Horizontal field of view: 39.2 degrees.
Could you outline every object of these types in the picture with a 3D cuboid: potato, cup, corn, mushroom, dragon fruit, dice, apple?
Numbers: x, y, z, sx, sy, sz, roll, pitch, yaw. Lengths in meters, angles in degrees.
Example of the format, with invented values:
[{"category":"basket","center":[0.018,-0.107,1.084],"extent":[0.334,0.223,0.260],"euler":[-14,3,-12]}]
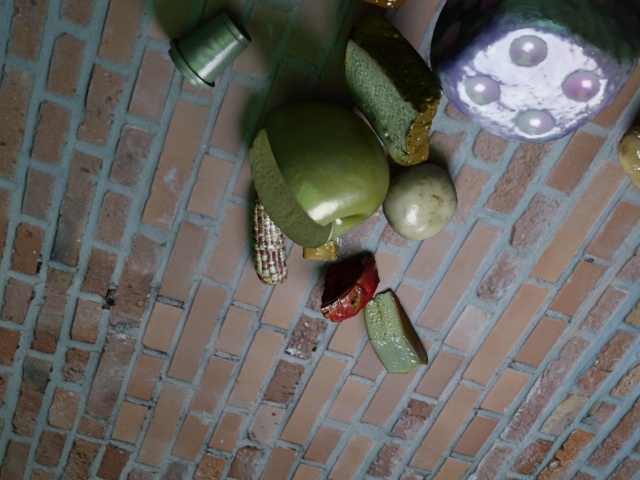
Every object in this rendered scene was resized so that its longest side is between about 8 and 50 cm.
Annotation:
[{"category":"potato","center":[0.699,-0.168,1.803],"extent":[0.235,0.128,0.161],"euler":[15,141,-13]},{"category":"cup","center":[-0.206,-0.364,1.713],"extent":[0.141,0.120,0.120],"euler":[-35,118,10]},{"category":"corn","center":[-0.112,-0.004,1.989],"extent":[0.080,0.079,0.237],"euler":[1,123,2]},{"category":"mushroom","center":[0.207,-0.084,1.884],"extent":[0.166,0.127,0.166],"euler":[-12,127,-17]},{"category":"dragon fruit","center":[0.074,0.126,2.026],"extent":[0.127,0.161,0.120],"euler":[-16,122,27]},{"category":"dice","center":[0.369,-0.353,1.550],"extent":[0.270,0.270,0.271],"euler":[28,143,-18]},{"category":"apple","center":[0.005,-0.143,1.761],"extent":[0.233,0.257,0.295],"euler":[-22,164,-15]}]

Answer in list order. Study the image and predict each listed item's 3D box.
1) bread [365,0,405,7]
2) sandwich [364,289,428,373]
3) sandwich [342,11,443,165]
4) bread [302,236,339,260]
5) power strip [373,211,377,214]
[{"category":"bread","center":[0.107,-0.509,1.509],"extent":[0.135,0.246,0.232],"euler":[19,135,-30]},{"category":"sandwich","center":[0.182,0.241,2.140],"extent":[0.094,0.096,0.258],"euler":[-19,120,22]},{"category":"sandwich","center":[0.132,-0.275,1.655],"extent":[0.087,0.226,0.251],"euler":[-35,165,-12]},{"category":"bread","center":[0.000,-0.001,1.985],"extent":[0.083,0.076,0.070],"euler":[2,137,1]},{"category":"power strip","center":[0.101,-0.129,1.912],"extent":[0.049,0.028,0.178],"euler":[-8,125,8]}]
